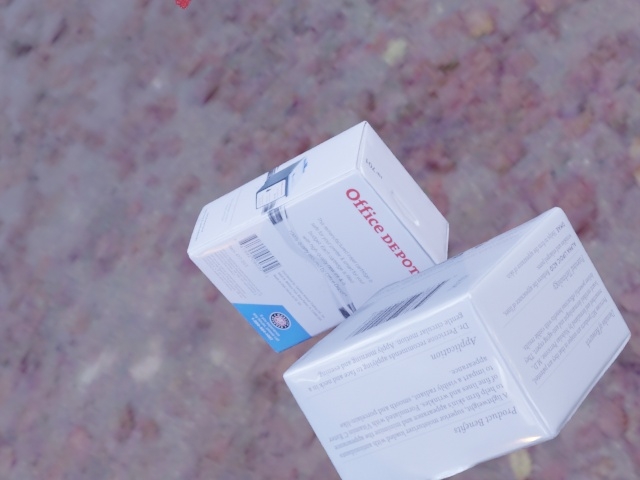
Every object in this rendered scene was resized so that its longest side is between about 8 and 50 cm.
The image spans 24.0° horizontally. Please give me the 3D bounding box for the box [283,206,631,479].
[{"bbox_3d":[0.104,0.085,1.117,0.181,0.182,0.119,-26,96,35],"label":"box"}]

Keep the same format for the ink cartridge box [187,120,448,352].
[{"bbox_3d":[0.000,0.000,1.354,0.190,0.140,0.082,-27,29,25],"label":"ink cartridge box"}]

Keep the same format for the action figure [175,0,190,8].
[{"bbox_3d":[-0.148,-0.262,1.331,0.280,0.139,0.091,0,59,14],"label":"action figure"}]
